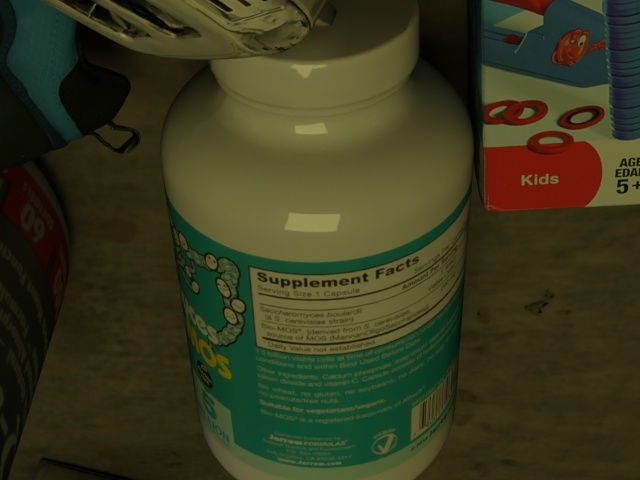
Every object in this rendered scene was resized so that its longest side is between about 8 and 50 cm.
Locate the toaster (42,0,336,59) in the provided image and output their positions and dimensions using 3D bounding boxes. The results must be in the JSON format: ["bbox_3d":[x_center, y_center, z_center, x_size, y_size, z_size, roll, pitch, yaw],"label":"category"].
[{"bbox_3d":[-0.068,-0.160,0.392,0.227,0.146,0.129,29,171,-35],"label":"toaster"}]

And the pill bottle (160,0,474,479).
[{"bbox_3d":[0.000,0.000,0.571,0.146,0.146,0.264,0,130,3],"label":"pill bottle"}]

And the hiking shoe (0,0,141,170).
[{"bbox_3d":[-0.158,-0.168,0.481,0.132,0.113,0.304,-19,125,-28],"label":"hiking shoe"}]

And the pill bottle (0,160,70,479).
[{"bbox_3d":[-0.251,0.102,0.528,0.210,0.363,0.210,1,131,2],"label":"pill bottle"}]

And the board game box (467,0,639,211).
[{"bbox_3d":[0.211,-0.160,0.461,0.308,0.086,0.302,-3,131,6],"label":"board game box"}]

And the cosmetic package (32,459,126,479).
[{"bbox_3d":[-0.200,0.324,0.854,0.113,0.160,0.309,18,128,-11],"label":"cosmetic package"}]
